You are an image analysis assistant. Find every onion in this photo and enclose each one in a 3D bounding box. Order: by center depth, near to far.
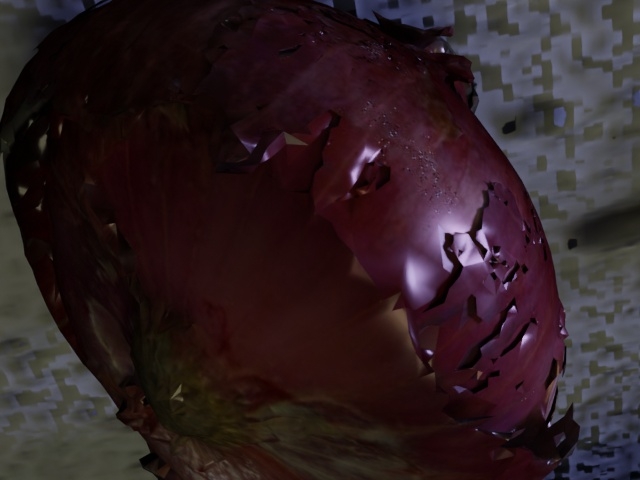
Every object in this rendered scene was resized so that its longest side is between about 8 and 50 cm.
[{"bbox_3d":[0.000,0.000,0.397,0.147,0.184,0.184,-45,139,-25],"label":"onion"}]
